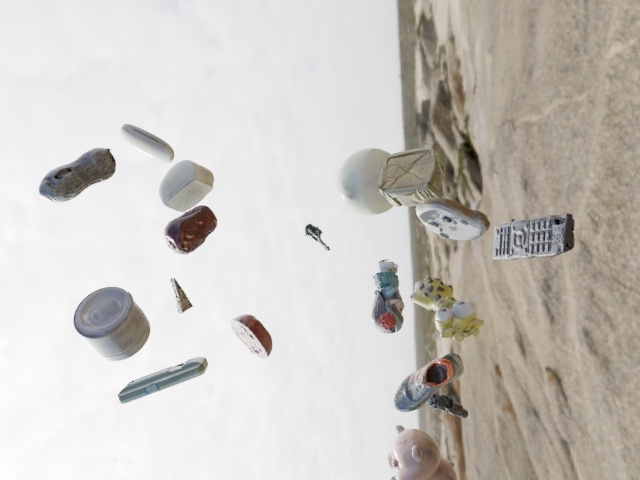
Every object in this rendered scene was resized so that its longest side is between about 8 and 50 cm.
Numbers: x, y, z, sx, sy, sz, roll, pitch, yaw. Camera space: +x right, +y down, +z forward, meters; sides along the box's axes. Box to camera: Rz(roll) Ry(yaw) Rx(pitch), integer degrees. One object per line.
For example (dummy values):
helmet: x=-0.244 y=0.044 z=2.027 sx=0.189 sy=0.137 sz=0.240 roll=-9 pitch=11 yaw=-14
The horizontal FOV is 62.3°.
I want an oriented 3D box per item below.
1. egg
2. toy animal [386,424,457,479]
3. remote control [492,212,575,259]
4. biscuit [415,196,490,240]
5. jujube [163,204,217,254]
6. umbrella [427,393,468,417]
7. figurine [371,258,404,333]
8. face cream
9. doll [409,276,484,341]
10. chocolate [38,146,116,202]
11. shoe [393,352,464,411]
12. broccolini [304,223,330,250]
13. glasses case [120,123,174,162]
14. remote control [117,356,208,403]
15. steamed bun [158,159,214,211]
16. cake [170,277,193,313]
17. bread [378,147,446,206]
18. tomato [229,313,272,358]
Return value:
egg: x=0.202 y=-0.240 z=2.197 sx=0.345 sy=0.283 sz=0.283 roll=-32 pitch=-59 yaw=-63
toy animal: x=0.340 y=0.750 z=1.744 sx=0.210 sy=0.221 sz=0.230 roll=174 pitch=108 yaw=-79
remote control: x=0.676 y=-0.009 z=1.698 sx=0.399 sy=0.062 sz=0.145 roll=163 pitch=115 yaw=-78
biscuit: x=0.375 y=-0.055 z=1.535 sx=0.181 sy=0.208 sz=0.049 roll=126 pitch=166 yaw=-68
jujube: x=-0.523 y=-0.046 z=2.143 sx=0.230 sy=0.155 sz=0.155 roll=-40 pitch=-37 yaw=-21
umbrella: x=0.523 y=0.670 z=2.148 sx=0.071 sy=0.224 sz=0.080 roll=-55 pitch=28 yaw=7
figurine: x=0.216 y=0.183 z=1.726 sx=0.138 sy=0.110 sz=0.246 roll=47 pitch=-142 yaw=-53
face cream: x=-0.610 y=0.244 z=1.555 sx=0.153 sy=0.177 sz=0.177 roll=80 pitch=-167 yaw=-51
doll: x=0.302 y=0.163 z=1.310 sx=0.291 sy=0.117 sz=0.086 roll=-114 pitch=5 yaw=-71
chocolate: x=-0.729 y=-0.196 z=1.599 sx=0.248 sy=0.110 sz=0.110 roll=-34 pitch=-45 yaw=-25
shoe: x=0.231 y=0.321 z=1.187 sx=0.074 sy=0.194 sz=0.077 roll=56 pitch=-160 yaw=24
broccolini: x=0.004 y=-0.012 z=2.063 sx=0.201 sy=0.074 sz=0.058 roll=34 pitch=105 yaw=57
glasses case: x=-0.577 y=-0.323 z=1.764 sx=0.051 sy=0.204 sz=0.081 roll=-58 pitch=-7 yaw=-31
remote control: x=-0.593 y=0.521 z=1.998 sx=0.128 sy=0.335 sz=0.066 roll=-153 pitch=43 yaw=-86
steamed bun: x=-0.597 y=-0.254 z=2.353 sx=0.146 sy=0.241 sz=0.164 roll=27 pitch=-145 yaw=-49
cake: x=-0.517 y=0.200 z=1.968 sx=0.055 sy=0.051 sz=0.140 roll=-16 pitch=-86 yaw=-35
bread: x=0.318 y=-0.213 z=1.807 sx=0.110 sy=0.209 sz=0.192 roll=46 pitch=-133 yaw=-46
tomato: x=-0.271 y=0.383 z=2.179 sx=0.085 sy=0.225 sz=0.225 roll=-39 pitch=-42 yaw=-28
